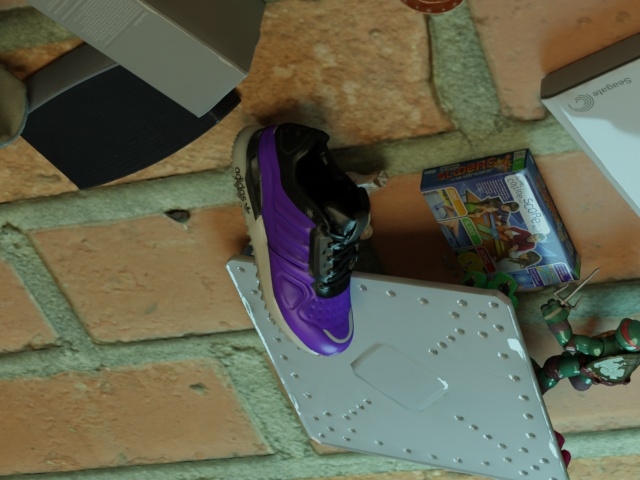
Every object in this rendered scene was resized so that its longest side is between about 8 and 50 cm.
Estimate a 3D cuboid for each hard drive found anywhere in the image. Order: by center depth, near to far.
[{"bbox_3d":[0.440,-0.100,1.931,0.233,0.047,0.353,-23,127,32],"label":"hard drive"},{"bbox_3d":[-0.239,-0.153,2.020,0.255,0.054,0.172,-23,127,32],"label":"hard drive"}]

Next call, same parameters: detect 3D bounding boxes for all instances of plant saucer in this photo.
[{"bbox_3d":[0.118,-0.278,1.835,0.083,0.013,0.083,7,138,6],"label":"plant saucer"}]

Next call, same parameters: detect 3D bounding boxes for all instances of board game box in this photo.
[{"bbox_3d":[0.220,-0.017,2.078,0.136,0.035,0.201,-10,134,23],"label":"board game box"},{"bbox_3d":[0.110,0.159,2.211,0.390,0.050,0.390,7,140,29],"label":"board game box"}]

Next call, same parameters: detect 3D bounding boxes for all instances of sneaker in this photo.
[{"bbox_3d":[-0.001,0.000,2.000,0.146,0.102,0.293,-7,108,40],"label":"sneaker"}]

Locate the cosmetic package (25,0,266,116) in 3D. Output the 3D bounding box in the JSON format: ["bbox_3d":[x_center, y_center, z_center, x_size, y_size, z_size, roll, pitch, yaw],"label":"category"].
[{"bbox_3d":[-0.184,-0.256,1.845,0.238,0.127,0.107,37,132,-23],"label":"cosmetic package"}]

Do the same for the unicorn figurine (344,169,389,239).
[{"bbox_3d":[0.032,-0.051,2.076,0.111,0.060,0.162,1,153,11],"label":"unicorn figurine"}]

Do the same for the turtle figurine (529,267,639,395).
[{"bbox_3d":[0.348,0.126,2.133,0.175,0.118,0.234,13,149,-21],"label":"turtle figurine"}]

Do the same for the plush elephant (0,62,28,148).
[{"bbox_3d":[-0.483,-0.167,1.939,0.272,0.255,0.330,-6,128,6],"label":"plush elephant"}]
